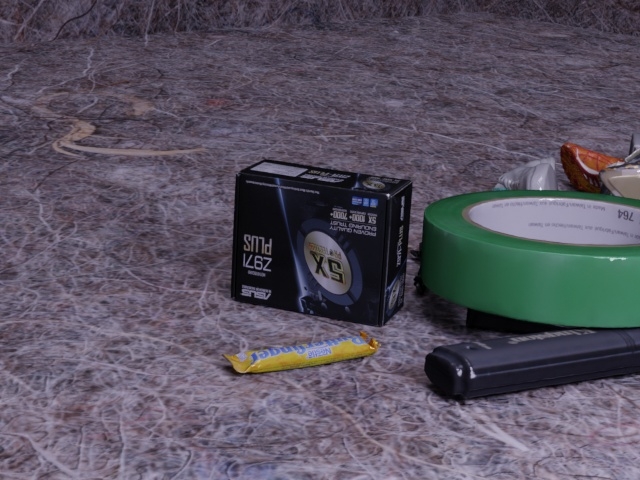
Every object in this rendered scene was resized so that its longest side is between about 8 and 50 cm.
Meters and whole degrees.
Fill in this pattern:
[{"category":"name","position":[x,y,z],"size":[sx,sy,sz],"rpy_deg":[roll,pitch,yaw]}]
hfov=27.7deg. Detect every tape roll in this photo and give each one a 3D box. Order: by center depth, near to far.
[{"category":"tape roll","position":[0.270,0.013,1.409],"size":[0.321,0.077,0.321],"rpy_deg":[2,15,0]}]

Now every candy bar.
[{"category":"candy bar","position":[-0.017,0.110,1.263],"size":[0.161,0.018,0.040],"rpy_deg":[-7,20,-27]}]

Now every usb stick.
[{"category":"usb stick","position":[0.234,0.111,1.258],"size":[0.278,0.045,0.077],"rpy_deg":[-6,20,-26]}]

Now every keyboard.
[{"category":"keyboard","position":[0.199,0.039,1.520],"size":[0.201,0.033,0.317],"rpy_deg":[5,16,7]}]

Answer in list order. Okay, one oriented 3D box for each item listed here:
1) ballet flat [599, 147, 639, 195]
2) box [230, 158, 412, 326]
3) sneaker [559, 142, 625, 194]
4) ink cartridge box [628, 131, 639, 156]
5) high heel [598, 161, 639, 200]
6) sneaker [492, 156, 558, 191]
[{"category":"ballet flat","position":[0.452,-0.093,1.858],"size":[0.203,0.074,0.074],"rpy_deg":[-33,32,-22]},{"category":"box","position":[0.000,0.000,1.408],"size":[0.180,0.147,0.077],"rpy_deg":[10,18,19]},{"category":"sneaker","position":[0.428,-0.102,1.966],"size":[0.067,0.064,0.175],"rpy_deg":[-20,36,-22]},{"category":"ink cartridge box","position":[0.630,-0.103,2.006],"size":[0.296,0.066,0.261],"rpy_deg":[6,16,11]},{"category":"high heel","position":[0.491,-0.074,1.817],"size":[0.261,0.093,0.186],"rpy_deg":[17,21,-10]},{"category":"sneaker","position":[0.291,-0.072,1.854],"size":[0.094,0.080,0.212],"rpy_deg":[-6,8,12]}]
